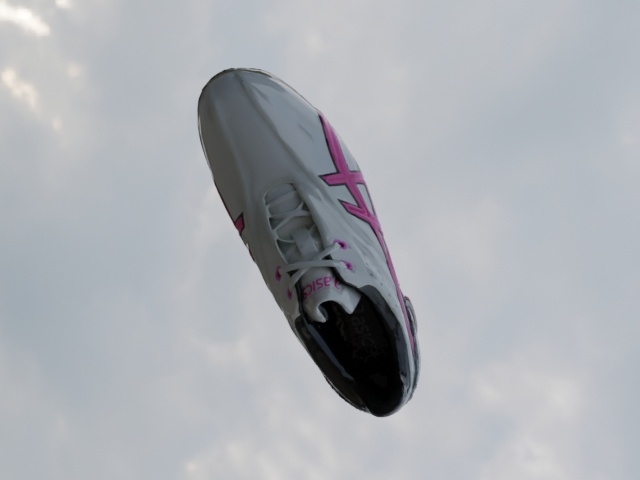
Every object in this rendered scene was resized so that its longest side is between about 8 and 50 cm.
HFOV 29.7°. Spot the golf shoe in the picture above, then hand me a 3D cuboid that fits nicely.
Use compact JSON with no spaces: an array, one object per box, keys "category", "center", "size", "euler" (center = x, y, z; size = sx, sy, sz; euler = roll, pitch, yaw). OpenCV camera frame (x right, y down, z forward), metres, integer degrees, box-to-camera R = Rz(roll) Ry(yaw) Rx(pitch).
[{"category":"golf shoe","center":[0.000,0.000,0.584],"size":[0.186,0.067,0.086],"euler":[60,4,-13]}]
